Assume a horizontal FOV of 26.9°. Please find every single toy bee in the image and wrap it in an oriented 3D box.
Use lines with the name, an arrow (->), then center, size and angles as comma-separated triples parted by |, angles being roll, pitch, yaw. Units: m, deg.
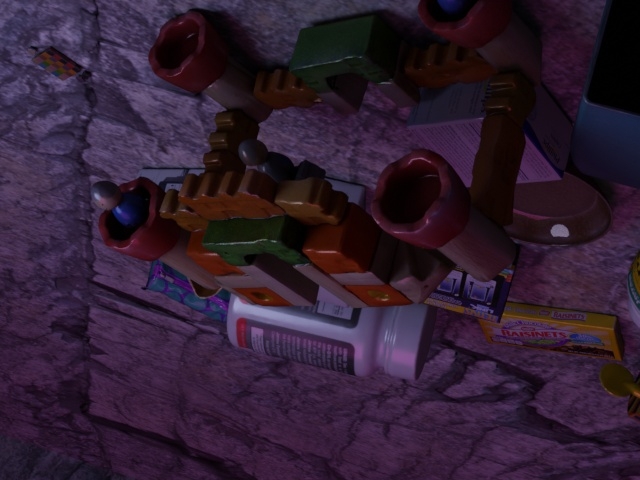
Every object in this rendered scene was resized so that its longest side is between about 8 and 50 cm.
toy bee -> 0.475, 0.223, 1.844 | 0.195, 0.162, 0.298 | 22, 163, 22

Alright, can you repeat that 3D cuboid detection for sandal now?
sandal -> -0.172, 0.045, 1.951 | 0.088, 0.079, 0.240 | 4, 178, -1

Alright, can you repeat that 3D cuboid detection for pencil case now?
pencil case -> -0.209, 0.078, 2.167 | 0.151, 0.064, 0.070 | 25, 179, -14

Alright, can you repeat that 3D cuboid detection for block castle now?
block castle -> -0.015, -0.109, 1.376 | 0.453, 0.303, 0.213 | -3, 154, 38

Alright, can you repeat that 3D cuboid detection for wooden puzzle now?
wooden puzzle -> -0.335, -0.224, 1.702 | 0.083, 0.006, 0.049 | 33, 151, -29

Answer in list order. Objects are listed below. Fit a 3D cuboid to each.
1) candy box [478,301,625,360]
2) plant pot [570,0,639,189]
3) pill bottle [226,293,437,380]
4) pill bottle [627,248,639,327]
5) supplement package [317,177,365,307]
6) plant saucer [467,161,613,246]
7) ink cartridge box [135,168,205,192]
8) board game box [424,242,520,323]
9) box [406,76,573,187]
candy box -> 0.333, 0.130, 1.949 | 0.205, 0.027, 0.105 | 6, 149, 24
plant pot -> 0.323, -0.136, 1.260 | 0.165, 0.166, 0.234 | 16, 163, 5
pill bottle -> 0.020, 0.109, 1.961 | 0.283, 0.161, 0.161 | 13, 155, 13
pill bottle -> 0.430, 0.038, 1.586 | 0.117, 0.118, 0.208 | 15, 156, 6
supplement package -> 0.000, 0.000, 1.816 | 0.105, 0.105, 0.179 | 13, 154, 9
plant saucer -> 0.256, -0.056, 1.609 | 0.198, 0.036, 0.199 | 15, 156, 7
ink cartridge box -> -0.178, -0.048, 1.888 | 0.150, 0.063, 0.109 | 2, 151, 30
board game box -> 0.178, 0.040, 1.827 | 0.170, 0.048, 0.141 | 15, 148, 7
box -> 0.188, -0.125, 1.471 | 0.137, 0.072, 0.126 | -3, 148, 39
